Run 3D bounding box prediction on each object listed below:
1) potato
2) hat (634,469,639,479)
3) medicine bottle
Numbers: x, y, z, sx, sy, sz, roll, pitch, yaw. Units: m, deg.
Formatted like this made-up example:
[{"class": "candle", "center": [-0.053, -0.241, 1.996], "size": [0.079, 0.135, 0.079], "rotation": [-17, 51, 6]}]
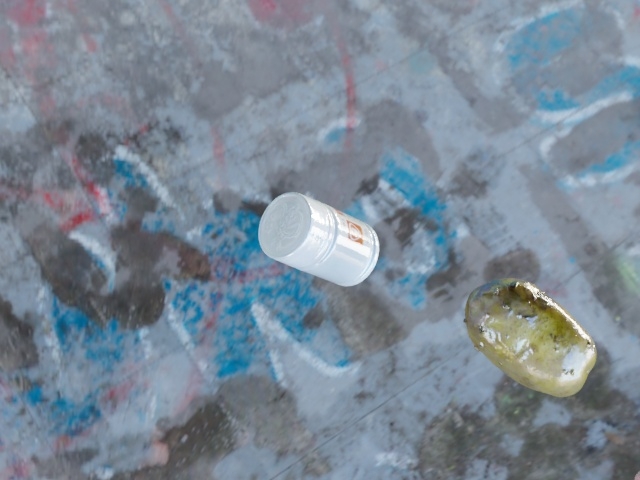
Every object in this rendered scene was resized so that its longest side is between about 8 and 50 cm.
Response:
[{"class": "potato", "center": [0.119, 0.054, 0.621], "size": [0.083, 0.051, 0.040], "rotation": [39, 25, -5]}, {"class": "hat", "center": [0.412, 0.179, 0.891], "size": [0.286, 0.236, 0.107], "rotation": [4, 44, 0]}, {"class": "medicine bottle", "center": [0.000, 0.000, 0.869], "size": [0.089, 0.057, 0.057], "rotation": [22, 58, -46]}]
